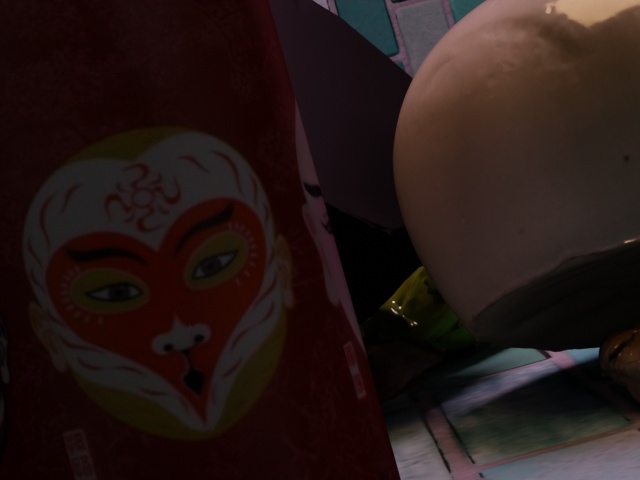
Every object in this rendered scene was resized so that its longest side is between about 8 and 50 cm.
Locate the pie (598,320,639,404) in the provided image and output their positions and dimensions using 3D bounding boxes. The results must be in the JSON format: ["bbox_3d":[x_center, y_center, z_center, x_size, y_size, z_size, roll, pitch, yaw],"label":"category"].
[{"bbox_3d":[0.247,0.049,1.103,0.195,0.046,0.195,-14,4,1],"label":"pie"}]

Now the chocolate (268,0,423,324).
[{"bbox_3d":[-0.122,-0.011,1.424,0.331,0.384,0.384,-54,-12,20],"label":"chocolate"}]

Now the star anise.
[{"bbox_3d":[0.012,0.094,1.342,0.129,0.056,0.124,-15,1,-14],"label":"star anise"}]

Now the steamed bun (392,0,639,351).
[{"bbox_3d":[0.205,-0.066,1.216,0.324,0.206,0.324,-11,-17,-3],"label":"steamed bun"}]

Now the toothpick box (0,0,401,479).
[{"bbox_3d":[-0.095,-0.002,0.999,0.204,0.333,0.204,-15,3,1],"label":"toothpick box"}]

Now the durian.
[{"bbox_3d":[0.092,0.044,1.562,0.139,0.101,0.250,-51,9,-8],"label":"durian"}]
